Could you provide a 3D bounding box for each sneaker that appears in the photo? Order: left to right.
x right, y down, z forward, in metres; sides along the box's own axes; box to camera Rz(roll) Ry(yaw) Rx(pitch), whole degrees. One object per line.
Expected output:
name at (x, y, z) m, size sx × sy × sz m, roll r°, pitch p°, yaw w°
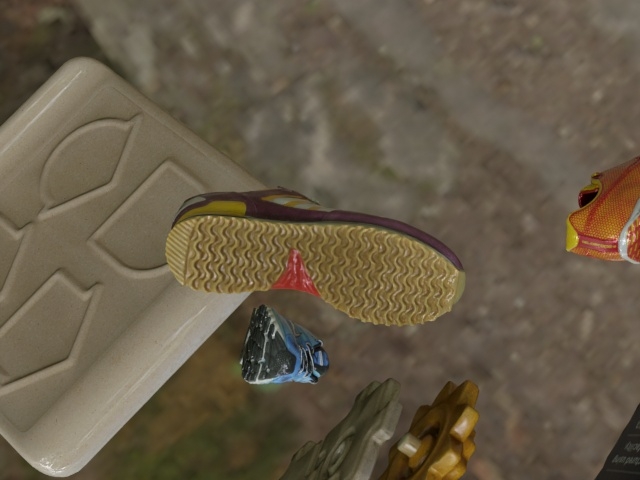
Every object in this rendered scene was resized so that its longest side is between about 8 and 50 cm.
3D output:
sneaker at (-0.024, 0.089, 1.647) m, size 0.073 × 0.162 × 0.063 m, roll 16°, pitch 94°, yaw -5°
sneaker at (0.000, 0.000, 1.237) m, size 0.186 × 0.084 × 0.069 m, roll 11°, pitch 115°, yaw 2°
sneaker at (0.223, -0.039, 1.410) m, size 0.067 × 0.175 × 0.064 m, roll 11°, pitch 116°, yaw 26°

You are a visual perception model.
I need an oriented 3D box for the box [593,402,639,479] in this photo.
box at (0.345, 0.374, 1.216) m, size 0.480 × 0.471 × 0.297 m, roll 35°, pitch 168°, yaw -10°

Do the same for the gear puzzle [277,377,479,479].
gear puzzle at (0.003, 0.170, 1.107) m, size 0.044 × 0.175 × 0.339 m, roll 32°, pitch 136°, yaw -10°

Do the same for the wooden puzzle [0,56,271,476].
wooden puzzle at (-0.222, 0.022, 1.855) m, size 0.348 × 0.322 × 0.080 m, roll 38°, pitch 171°, yaw 38°
